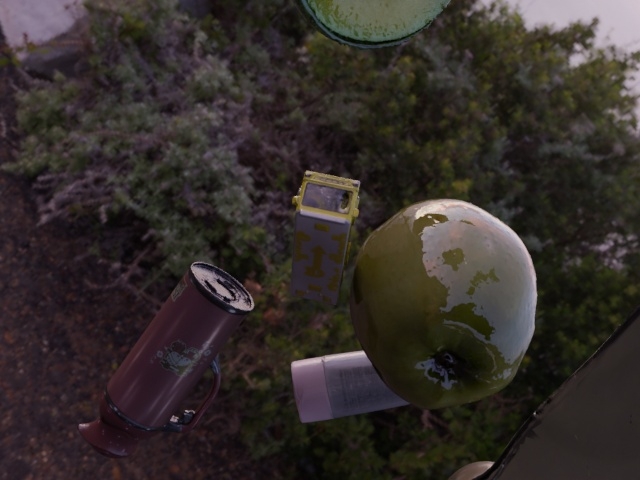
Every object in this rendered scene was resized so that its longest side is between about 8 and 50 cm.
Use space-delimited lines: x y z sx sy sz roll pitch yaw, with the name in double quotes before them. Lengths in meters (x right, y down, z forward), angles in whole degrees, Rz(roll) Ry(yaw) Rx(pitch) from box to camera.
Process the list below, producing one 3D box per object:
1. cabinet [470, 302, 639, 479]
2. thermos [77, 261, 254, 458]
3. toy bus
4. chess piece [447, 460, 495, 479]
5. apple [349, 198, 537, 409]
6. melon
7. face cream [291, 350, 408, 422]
"cabinet" 0.322 0.206 0.596 0.318 0.227 0.290 -1 43 -49
"thermos" -0.226 0.196 1.243 0.136 0.330 0.109 23 19 -46
"toy bus" 0.000 0.000 1.075 0.081 0.226 0.074 14 59 2
"chess piece" 0.256 0.412 1.044 0.299 0.167 0.167 60 24 -7
"apple" 0.164 0.080 1.124 0.279 0.279 0.279 39 27 -25
"melon" 0.052 -0.355 1.167 0.265 0.129 0.169 -11 35 -20
"face cream" 0.088 0.232 1.394 0.073 0.269 0.107 -17 96 -86
